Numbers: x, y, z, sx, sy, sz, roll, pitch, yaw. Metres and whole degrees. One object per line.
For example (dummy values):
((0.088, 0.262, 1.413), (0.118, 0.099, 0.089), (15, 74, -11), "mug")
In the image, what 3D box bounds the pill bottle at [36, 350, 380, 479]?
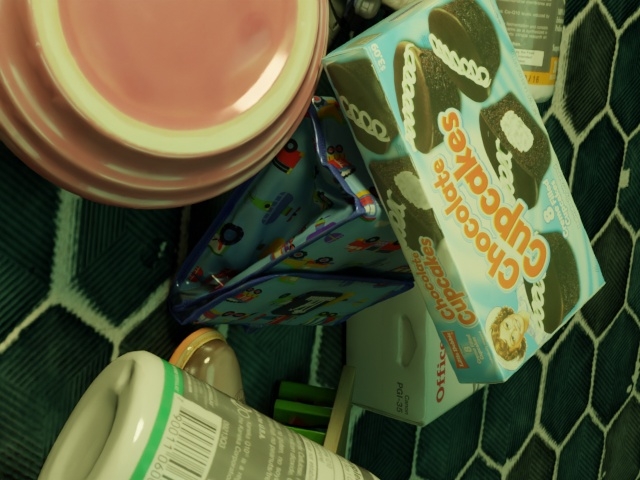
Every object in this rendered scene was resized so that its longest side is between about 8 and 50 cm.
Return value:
((-0.060, 0.265, 1.411), (0.361, 0.204, 0.204), (32, 72, -19), "pill bottle")

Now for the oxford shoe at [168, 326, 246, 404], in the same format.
((-0.083, 0.259, 1.577), (0.130, 0.132, 0.364), (-31, 126, -47), "oxford shoe")

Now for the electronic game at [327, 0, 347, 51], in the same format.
((-0.014, -0.291, 1.494), (0.229, 0.048, 0.229), (-8, 90, -80), "electronic game")

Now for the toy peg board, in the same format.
((-0.019, 0.238, 1.697), (0.161, 0.079, 0.161), (-73, 171, -53), "toy peg board")

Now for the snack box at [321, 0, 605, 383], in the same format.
((0.135, -0.056, 1.412), (0.187, 0.060, 0.322), (-37, 110, -41), "snack box")

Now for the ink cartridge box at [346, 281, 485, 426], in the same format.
((0.151, 0.067, 1.865), (0.283, 0.117, 0.207), (-25, 121, -50), "ink cartridge box")

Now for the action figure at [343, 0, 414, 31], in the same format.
((0.119, -0.273, 1.595), (0.330, 0.178, 0.341), (96, 4, -49), "action figure")

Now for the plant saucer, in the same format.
((-0.129, -0.191, 1.278), (0.332, 0.084, 0.332), (0, 91, -30), "plant saucer")

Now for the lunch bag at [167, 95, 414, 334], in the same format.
((0.000, 0.000, 1.537), (0.221, 0.293, 0.138), (0, 57, -44), "lunch bag")

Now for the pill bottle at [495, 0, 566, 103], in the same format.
((0.200, -0.300, 1.772), (0.162, 0.162, 0.279), (-7, 107, -54), "pill bottle")
